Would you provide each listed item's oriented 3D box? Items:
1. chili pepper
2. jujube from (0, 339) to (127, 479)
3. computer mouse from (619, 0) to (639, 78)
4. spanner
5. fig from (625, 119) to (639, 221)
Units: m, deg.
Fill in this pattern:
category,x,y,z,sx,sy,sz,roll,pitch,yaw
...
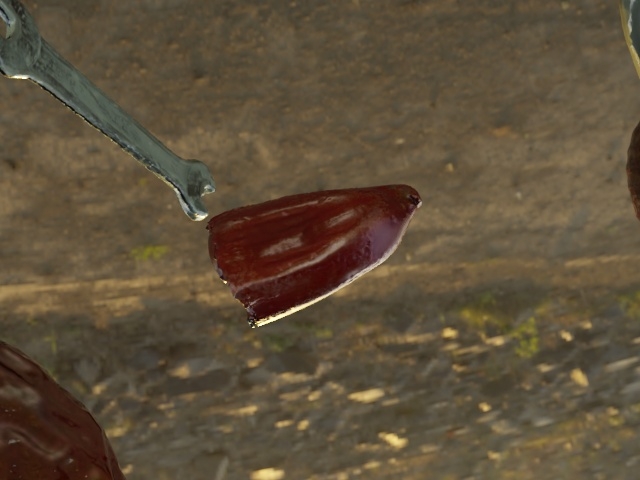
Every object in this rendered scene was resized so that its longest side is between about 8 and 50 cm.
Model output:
category,x,y,z,sx,sy,sz,roll,pitch,yaw
chili pepper,0.000,0.000,1.232,0.253,0.136,0.144,-19,-177,2
jujube,-0.214,0.141,0.595,0.183,0.243,0.183,-41,164,-15
computer mouse,0.323,-0.134,0.740,0.197,0.095,0.331,-34,130,8
spanner,-0.173,-0.099,0.892,0.017,0.071,0.302,-16,147,23
fig,0.454,-0.076,1.150,0.217,0.216,0.321,-14,180,4
